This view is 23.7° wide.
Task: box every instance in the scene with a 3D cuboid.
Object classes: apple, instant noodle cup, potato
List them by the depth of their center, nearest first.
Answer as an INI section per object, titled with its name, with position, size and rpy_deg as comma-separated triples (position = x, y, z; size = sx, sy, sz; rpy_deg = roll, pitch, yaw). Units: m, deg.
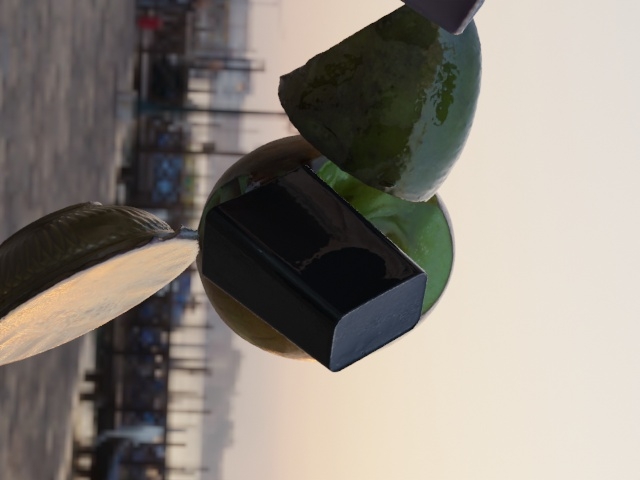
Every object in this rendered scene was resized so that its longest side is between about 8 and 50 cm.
[instant noodle cup]
position = -0.261, 0.029, 1.557
size = 0.090, 0.274, 0.274
rpy_deg = 61, -10, 9
[potato]
position = 0.089, -0.218, 1.977
size = 0.255, 0.269, 0.112
rpy_deg = -57, 166, 29
[apple]
position = 0.000, 0.000, 2.320
size = 0.374, 0.384, 0.374
rpy_deg = 44, 30, -33

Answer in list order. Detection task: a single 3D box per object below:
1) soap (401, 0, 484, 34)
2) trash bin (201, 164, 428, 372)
[soap]
position = 0.099, -0.395, 1.576
size = 0.107, 0.285, 0.296
rpy_deg = -56, 180, -36
[trash bin]
position = -0.006, 0.033, 1.802
size = 0.225, 0.165, 0.115
rpy_deg = 38, -42, 33
